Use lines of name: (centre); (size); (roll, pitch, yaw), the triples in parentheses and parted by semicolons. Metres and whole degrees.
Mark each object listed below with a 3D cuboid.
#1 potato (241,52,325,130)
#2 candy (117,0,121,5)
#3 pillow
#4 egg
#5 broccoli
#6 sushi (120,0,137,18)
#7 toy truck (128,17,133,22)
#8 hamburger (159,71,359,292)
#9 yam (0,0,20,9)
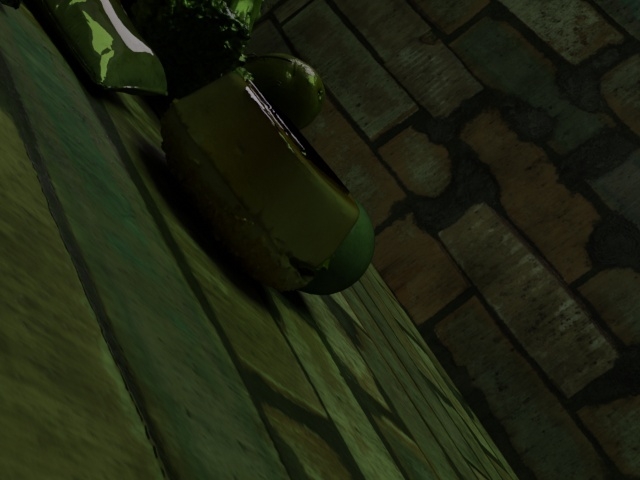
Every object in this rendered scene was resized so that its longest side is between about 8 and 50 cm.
potato: (-0.113, -0.271, 1.886); (0.143, 0.248, 0.169); (-39, 122, -67)
candy: (-0.361, -0.396, 1.646); (0.046, 0.053, 0.182); (41, 9, -34)
pillow: (-0.313, -0.315, 1.278); (0.303, 0.075, 0.185); (58, 19, 4)
egg: (0.000, 0.000, 1.534); (0.169, 0.169, 0.236); (54, 5, 14)
broccoli: (-0.161, -0.382, 1.596); (0.274, 0.397, 0.353); (24, 21, -21)
sushi: (-0.261, -0.525, 1.792); (0.207, 0.234, 0.348); (51, 48, 4)
toy truck: (-0.213, -0.497, 2.018); (0.133, 0.338, 0.184); (53, 5, -1)
hamburger: (-0.085, -0.073, 1.282); (0.302, 0.170, 0.302); (48, 7, -7)
yam: (-0.360, -0.299, 1.097); (0.129, 0.027, 0.033); (55, -35, 37)
